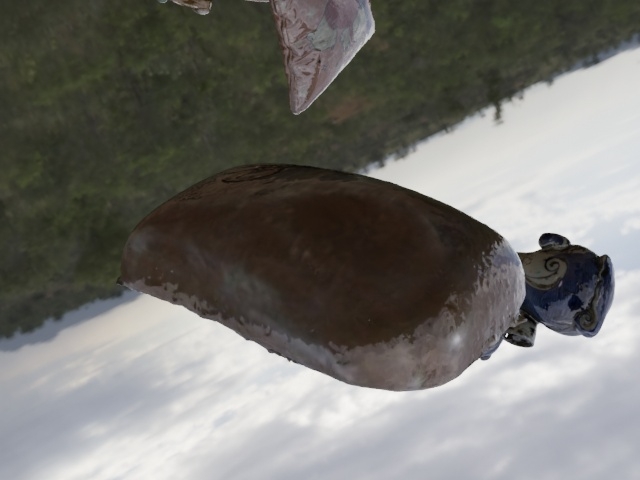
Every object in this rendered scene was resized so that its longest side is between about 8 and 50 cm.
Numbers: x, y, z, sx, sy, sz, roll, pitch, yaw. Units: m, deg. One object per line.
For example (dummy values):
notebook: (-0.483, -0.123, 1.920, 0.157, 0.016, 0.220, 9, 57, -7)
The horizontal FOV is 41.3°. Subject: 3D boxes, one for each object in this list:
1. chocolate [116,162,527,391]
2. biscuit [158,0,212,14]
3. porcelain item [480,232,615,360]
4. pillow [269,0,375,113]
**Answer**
chocolate: (-0.001, -0.001, 0.548, 0.261, 0.083, 0.161, 16, -146, 30)
biscuit: (-0.245, -0.331, 1.077, 0.205, 0.031, 0.138, 11, -159, -30)
porcelain item: (0.314, 0.095, 1.328, 0.288, 0.138, 0.186, -1, -117, 43)
pillow: (0.004, -0.334, 1.235, 0.084, 0.236, 0.223, 21, -124, 26)
